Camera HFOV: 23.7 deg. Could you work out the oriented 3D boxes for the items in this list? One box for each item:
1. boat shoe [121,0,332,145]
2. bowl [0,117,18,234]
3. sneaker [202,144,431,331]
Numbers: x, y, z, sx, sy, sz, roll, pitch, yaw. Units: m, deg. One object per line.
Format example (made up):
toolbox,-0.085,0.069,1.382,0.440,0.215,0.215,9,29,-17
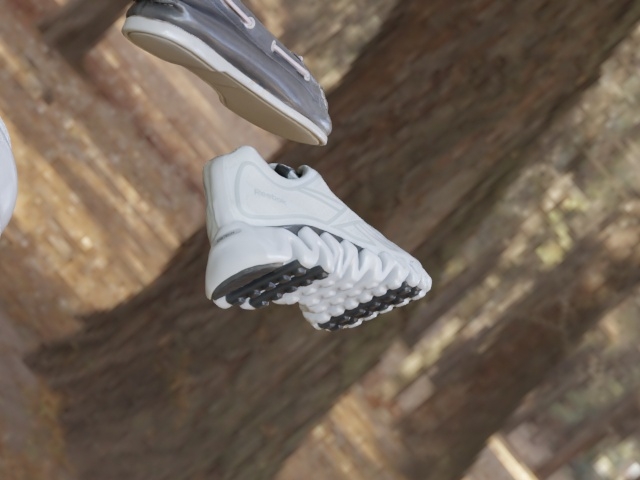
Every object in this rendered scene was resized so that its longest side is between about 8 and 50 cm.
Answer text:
boat shoe,-0.068,-0.183,1.491,0.112,0.096,0.335,16,-8,31
bowl,-0.479,-0.108,1.887,0.297,0.134,0.298,19,-46,21
sneaker,0.000,0.000,1.234,0.292,0.110,0.118,22,46,-61
